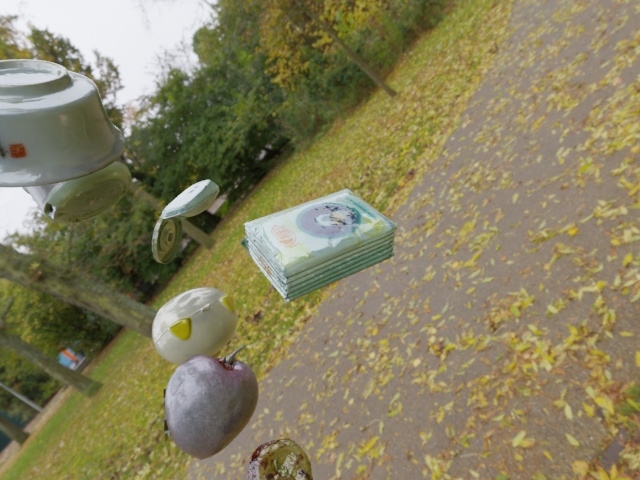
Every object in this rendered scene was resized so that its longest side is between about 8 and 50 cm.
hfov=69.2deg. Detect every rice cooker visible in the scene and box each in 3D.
[{"bbox_3d":[-0.744,-0.218,1.377,0.288,0.277,0.288,-38,-5,-4],"label":"rice cooker"}]

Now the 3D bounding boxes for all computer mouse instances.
[{"bbox_3d":[-0.519,-0.151,1.898,0.159,0.097,0.288,-10,30,25],"label":"computer mouse"}]

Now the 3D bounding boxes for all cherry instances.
[{"bbox_3d":[-0.249,0.360,1.059,0.183,0.213,0.266,-4,69,48],"label":"cherry"}]

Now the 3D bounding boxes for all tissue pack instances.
[{"bbox_3d":[0.000,0.000,1.427,0.387,0.162,0.287,-21,39,-23],"label":"tissue pack"}]

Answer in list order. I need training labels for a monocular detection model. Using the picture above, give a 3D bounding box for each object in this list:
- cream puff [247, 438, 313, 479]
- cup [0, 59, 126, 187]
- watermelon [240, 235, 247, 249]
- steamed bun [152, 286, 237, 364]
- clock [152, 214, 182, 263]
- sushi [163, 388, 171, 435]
[{"bbox_3d":[-0.090,0.510,1.006,0.084,0.149,0.149,-60,1,46],"label":"cream puff"},{"bbox_3d":[-0.588,-0.261,0.939,0.347,0.347,0.163,-68,-12,-55],"label":"cup"},{"bbox_3d":[-0.289,-0.002,1.934,0.097,0.121,0.158,-32,40,-12],"label":"watermelon"},{"bbox_3d":[-0.538,0.365,2.005,0.374,0.334,0.334,-32,0,-42],"label":"steamed bun"},{"bbox_3d":[-0.663,-0.015,2.018,0.235,0.029,0.235,11,-90,-84],"label":"clock"},{"bbox_3d":[-0.510,0.665,1.835,0.040,0.210,0.193,-28,62,45],"label":"sushi"}]
